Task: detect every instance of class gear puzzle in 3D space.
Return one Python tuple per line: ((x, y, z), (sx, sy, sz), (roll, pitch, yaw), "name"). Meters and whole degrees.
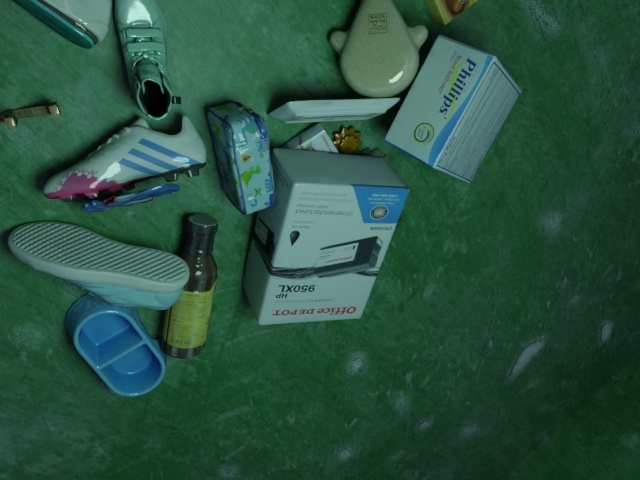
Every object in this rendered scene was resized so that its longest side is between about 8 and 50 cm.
((0.114, -0.140, 1.518), (0.176, 0.044, 0.338), (-28, 123, -11), "gear puzzle")

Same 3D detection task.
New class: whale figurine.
((0.129, -0.453, 1.333), (0.217, 0.141, 0.271), (-3, 95, 8), "whale figurine")

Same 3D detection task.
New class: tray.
((0.030, -0.290, 1.345), (0.271, 0.145, 0.030), (-7, 94, -22), "tray")

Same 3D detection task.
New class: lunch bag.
((-0.172, -0.181, 1.285), (0.090, 0.176, 0.218), (-20, 123, -22), "lunch bag")

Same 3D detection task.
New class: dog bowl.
((-0.474, 0.253, 1.412), (0.166, 0.074, 0.297), (-31, 123, -9), "dog bowl")

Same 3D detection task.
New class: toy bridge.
((-0.583, -0.228, 1.127), (0.188, 0.063, 0.026), (-19, 121, -15), "toy bridge")

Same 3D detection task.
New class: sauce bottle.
((-0.300, 0.109, 1.402), (0.112, 0.111, 0.344), (3, 114, -27), "sauce bottle")

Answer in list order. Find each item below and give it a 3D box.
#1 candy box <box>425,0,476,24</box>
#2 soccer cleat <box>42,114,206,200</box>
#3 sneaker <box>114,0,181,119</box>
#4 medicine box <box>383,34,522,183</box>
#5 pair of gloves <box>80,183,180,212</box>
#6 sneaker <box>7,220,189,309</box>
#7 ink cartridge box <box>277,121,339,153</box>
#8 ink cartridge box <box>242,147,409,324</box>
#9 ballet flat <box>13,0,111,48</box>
((0.279, -0.606, 1.364), (0.109, 0.053, 0.186), (-38, 126, -4), "candy box")
((-0.405, -0.172, 1.230), (0.332, 0.116, 0.143), (-15, 98, -16), "soccer cleat")
((-0.325, -0.357, 1.136), (0.094, 0.151, 0.255), (-13, 118, -18), "sneaker")
((0.319, -0.296, 1.408), (0.289, 0.149, 0.263), (6, 115, -60), "medicine box")
((-0.385, -0.088, 1.217), (0.159, 0.198, 0.023), (-17, 94, -45), "pair of gloves")
((-0.476, 0.078, 1.274), (0.366, 0.135, 0.150), (18, 127, -11), "sneaker")
((-0.026, -0.205, 1.401), (0.123, 0.052, 0.088), (-32, 124, 6), "ink cartridge box")
((0.000, 0.000, 1.418), (0.286, 0.166, 0.394), (0, 126, -24), "ink cartridge box")
((-0.534, -0.483, 1.003), (0.400, 0.139, 0.139), (28, 100, -38), "ballet flat")
